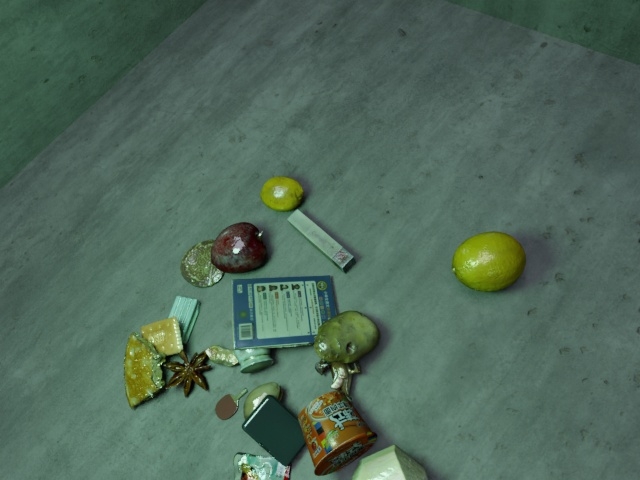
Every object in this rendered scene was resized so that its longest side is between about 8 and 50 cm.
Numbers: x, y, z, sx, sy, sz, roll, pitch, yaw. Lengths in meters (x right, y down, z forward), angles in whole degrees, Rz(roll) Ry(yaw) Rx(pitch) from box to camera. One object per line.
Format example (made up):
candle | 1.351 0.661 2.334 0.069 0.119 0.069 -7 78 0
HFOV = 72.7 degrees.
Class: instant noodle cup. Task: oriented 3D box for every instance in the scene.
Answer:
instant noodle cup | 0.048 0.674 1.546 0.250 0.250 0.192 -33 51 -3

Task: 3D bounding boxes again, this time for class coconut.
coconut | 0.238 0.813 1.431 0.244 0.239 0.239 -25 61 4

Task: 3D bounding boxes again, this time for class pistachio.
pistachio | -0.225 0.633 1.691 0.185 0.124 0.124 -43 62 -8

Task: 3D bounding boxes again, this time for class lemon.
lemon | -0.182 -0.220 2.067 0.207 0.170 0.170 12 69 16
lemon | 0.646 0.082 1.671 0.263 0.236 0.236 -32 59 23

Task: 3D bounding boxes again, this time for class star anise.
star anise | -0.551 0.552 1.824 0.212 0.111 0.196 -17 79 -28

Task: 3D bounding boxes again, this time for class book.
book | -0.146 0.288 1.791 0.428 0.039 0.300 -1 60 -12

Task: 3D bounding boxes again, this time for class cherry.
cherry | -0.374 0.040 1.974 0.300 0.203 0.230 -27 74 9

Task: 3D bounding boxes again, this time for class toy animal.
toy animal | 0.068 0.529 1.691 0.179 0.089 0.188 -14 62 13

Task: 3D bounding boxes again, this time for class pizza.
pizza | -0.741 0.551 1.852 0.223 0.089 0.323 -7 83 25

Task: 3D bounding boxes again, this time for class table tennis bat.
table tennis bat | -0.363 0.662 1.777 0.156 0.013 0.087 -42 60 -6

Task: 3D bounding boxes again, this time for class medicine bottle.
medicine bottle | -0.273 0.456 1.775 0.147 0.147 0.143 -23 65 3

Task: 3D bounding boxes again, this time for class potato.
potato | 0.095 0.375 1.678 0.296 0.141 0.191 -14 51 -40

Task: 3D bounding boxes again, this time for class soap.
soap | -0.626 0.356 1.962 0.114 0.063 0.198 10 68 18

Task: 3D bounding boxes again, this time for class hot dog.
hot dog | -0.406 0.491 1.836 0.169 0.061 0.078 17 64 -3

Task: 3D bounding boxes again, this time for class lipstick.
lipstick | 0.000 0.000 1.961 0.076 0.080 0.371 -45 63 -8

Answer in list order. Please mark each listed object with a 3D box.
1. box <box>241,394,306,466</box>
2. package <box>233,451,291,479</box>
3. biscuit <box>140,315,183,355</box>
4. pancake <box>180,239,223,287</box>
box | -0.160 0.703 1.615 0.230 0.050 0.160 44 73 -5
package | -0.230 0.889 1.619 0.232 0.040 0.166 4 65 15
biscuit | -0.695 0.428 1.891 0.250 0.030 0.160 -18 81 32
pancake | -0.557 0.106 2.082 0.250 0.031 0.250 -5 64 11
